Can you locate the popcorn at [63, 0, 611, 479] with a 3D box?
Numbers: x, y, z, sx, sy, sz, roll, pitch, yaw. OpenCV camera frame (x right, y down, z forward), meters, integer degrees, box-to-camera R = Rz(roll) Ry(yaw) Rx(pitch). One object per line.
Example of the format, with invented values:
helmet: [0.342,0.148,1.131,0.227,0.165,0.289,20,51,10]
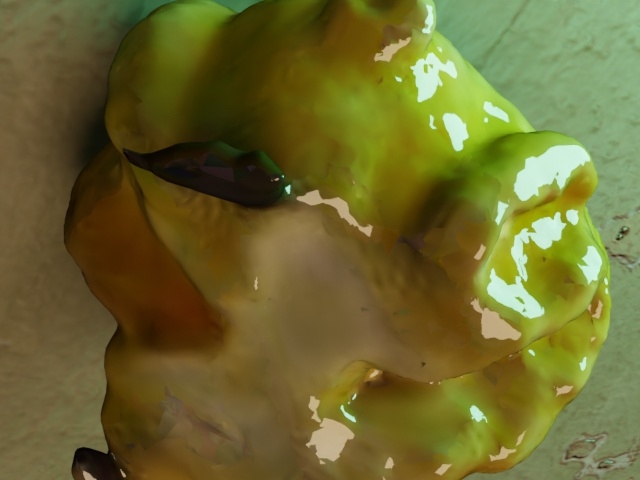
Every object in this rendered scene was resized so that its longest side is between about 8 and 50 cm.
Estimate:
popcorn: [0.000,0.000,0.680,0.316,0.281,0.297,-31,100,44]
